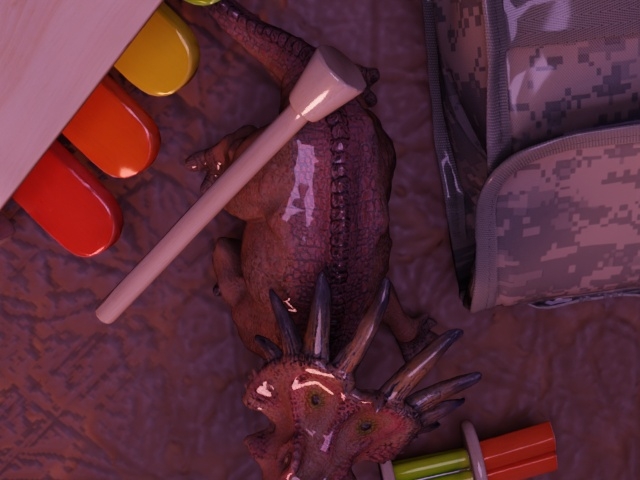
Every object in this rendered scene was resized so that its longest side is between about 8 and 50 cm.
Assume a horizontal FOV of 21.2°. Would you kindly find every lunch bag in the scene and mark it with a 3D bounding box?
[{"bbox_3d":[0.176,-0.103,0.883,0.235,0.169,0.287,-9,105,-6],"label":"lunch bag"}]

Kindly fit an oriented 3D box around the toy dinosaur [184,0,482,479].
[{"bbox_3d":[0.000,0.000,0.864,0.127,0.200,0.295,-10,97,-2],"label":"toy dinosaur"}]

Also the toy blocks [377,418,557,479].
[{"bbox_3d":[0.114,0.156,0.964,0.148,0.054,0.123,-12,98,-2],"label":"toy blocks"}]

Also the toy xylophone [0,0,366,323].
[{"bbox_3d":[-0.114,-0.102,0.835,0.323,0.081,0.236,-38,92,28],"label":"toy xylophone"}]
